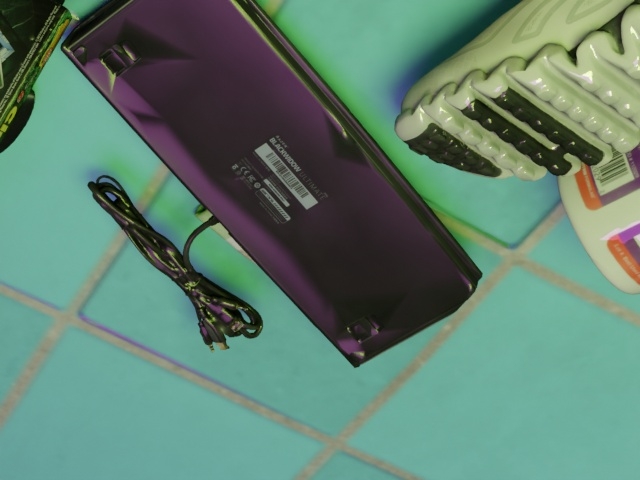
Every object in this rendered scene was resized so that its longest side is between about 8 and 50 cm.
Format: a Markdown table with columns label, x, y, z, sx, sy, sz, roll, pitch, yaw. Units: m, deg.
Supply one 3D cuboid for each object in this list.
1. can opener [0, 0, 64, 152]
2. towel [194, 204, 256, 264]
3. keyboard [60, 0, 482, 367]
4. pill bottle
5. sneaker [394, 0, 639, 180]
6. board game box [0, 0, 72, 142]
| label | x | y | z | sx | sy | sz | roll | pitch | yaw |
| --- | --- | --- | --- | --- | --- | --- | --- | --- | --- |
| can opener | -0.212 | -0.125 | 0.887 | 0.059 | 0.073 | 0.186 | 49 | 126 | 18 |
| towel | 0.000 | 0.000 | 0.975 | 0.152 | 0.023 | 0.113 | 38 | 123 | -22 |
| keyboard | -0.052 | -0.031 | 0.930 | 0.201 | 0.033 | 0.317 | -31 | 114 | 23 |
| pill bottle | 0.254 | -0.052 | 0.842 | 0.193 | 0.108 | 0.108 | -28 | 121 | 27 |
| sneaker | 0.170 | -0.125 | 0.797 | 0.292 | 0.118 | 0.110 | -23 | 142 | 34 |
| board game box | -0.271 | -0.057 | 0.816 | 0.136 | 0.030 | 0.260 | 30 | 88 | -3 |
